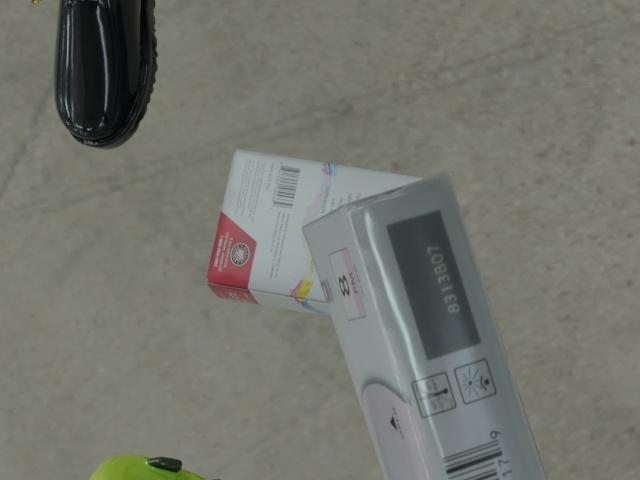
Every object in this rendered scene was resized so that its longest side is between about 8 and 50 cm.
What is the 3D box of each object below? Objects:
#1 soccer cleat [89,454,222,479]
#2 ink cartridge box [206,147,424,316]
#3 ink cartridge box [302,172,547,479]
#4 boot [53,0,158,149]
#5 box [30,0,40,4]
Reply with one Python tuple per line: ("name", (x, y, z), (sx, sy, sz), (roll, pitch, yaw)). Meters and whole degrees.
("soccer cleat", (-0.059, 0.251, 0.927), (0.121, 0.093, 0.289), (-33, 118, 33))
("ink cartridge box", (0.000, 0.000, 1.217), (0.175, 0.072, 0.127), (10, 76, 8))
("ink cartridge box", (0.034, 0.080, 0.664), (0.232, 0.066, 0.189), (155, 98, -71))
("boot", (-0.215, -0.205, 1.119), (0.094, 0.207, 0.246), (12, 93, 24))
("box", (-0.145, -0.175, 0.600), (0.054, 0.059, 0.169), (-37, 46, -2))
